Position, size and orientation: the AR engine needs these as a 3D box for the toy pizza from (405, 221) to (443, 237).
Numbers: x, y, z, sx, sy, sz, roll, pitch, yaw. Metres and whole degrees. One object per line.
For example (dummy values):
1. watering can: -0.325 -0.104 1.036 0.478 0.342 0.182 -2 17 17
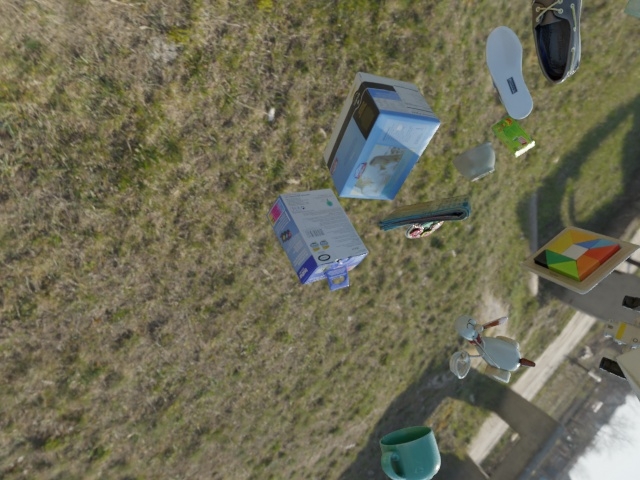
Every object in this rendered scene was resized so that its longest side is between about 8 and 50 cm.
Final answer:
1. toy pizza: 0.502 -0.061 2.006 0.201 0.032 0.201 -17 153 -9

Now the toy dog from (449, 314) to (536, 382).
1. toy dog: 0.596 0.366 1.414 0.334 0.161 0.220 17 76 -36

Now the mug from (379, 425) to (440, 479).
1. mug: 0.202 0.512 0.988 0.158 0.097 0.129 -12 167 -17

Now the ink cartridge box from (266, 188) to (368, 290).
1. ink cartridge box: 0.000 0.000 1.651 0.270 0.395 0.151 -12 152 -38

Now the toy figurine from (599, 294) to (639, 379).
1. toy figurine: 0.877 0.275 1.139 0.213 0.148 0.209 -30 121 -30

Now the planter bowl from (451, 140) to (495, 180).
1. planter bowl: 0.605 -0.297 1.627 0.162 0.109 0.162 -23 175 -2

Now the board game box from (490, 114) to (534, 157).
1. board game box: 0.851 -0.463 1.866 0.092 0.181 0.043 -35 147 16

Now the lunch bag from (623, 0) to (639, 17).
1. lunch bag: 1.134 -0.790 1.307 0.160 0.262 0.223 -32 146 -39

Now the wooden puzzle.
1. wooden puzzle: 0.741 0.041 1.221 0.239 0.221 0.044 -33 115 -9

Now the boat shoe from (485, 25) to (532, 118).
1. boat shoe: 0.610 -0.548 1.377 0.108 0.102 0.301 -26 114 18

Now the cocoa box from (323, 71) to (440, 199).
1. cocoa box: 0.188 -0.335 1.416 0.231 0.228 0.347 1 140 -24

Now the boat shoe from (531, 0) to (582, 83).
1. boat shoe: 0.611 -0.576 1.097 0.097 0.117 0.324 -47 126 -36

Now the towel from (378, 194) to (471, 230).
1. towel: 0.363 -0.098 1.406 0.370 0.271 0.040 -30 110 -66

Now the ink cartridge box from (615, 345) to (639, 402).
1. ink cartridge box: 0.876 0.295 0.855 0.385 0.160 0.279 -32 105 15
